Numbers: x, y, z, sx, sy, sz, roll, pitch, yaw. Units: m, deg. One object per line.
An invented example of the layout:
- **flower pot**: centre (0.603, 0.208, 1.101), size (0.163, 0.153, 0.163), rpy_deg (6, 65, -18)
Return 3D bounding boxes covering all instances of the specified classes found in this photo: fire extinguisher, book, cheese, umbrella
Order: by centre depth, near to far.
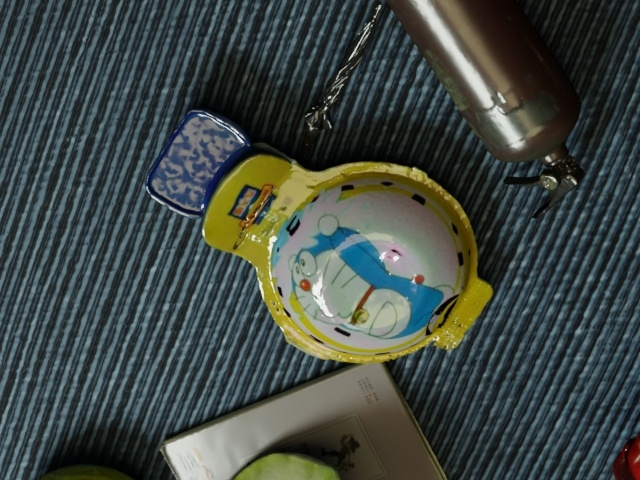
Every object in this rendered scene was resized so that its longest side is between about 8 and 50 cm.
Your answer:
- **fire extinguisher**: centre (0.096, -0.128, 1.208), size (0.089, 0.072, 0.268), rpy_deg (-17, 115, 48)
- **umbrella**: centre (0.011, -0.100, 1.234), size (0.022, 0.022, 0.149), rpy_deg (23, 128, -18)
- **cheese**: centre (0.000, 0.000, 1.262), size (0.250, 0.064, 0.156), rpy_deg (29, 109, -11)
- **book**: centre (-0.011, 0.167, 1.356), size (0.181, 0.014, 0.127), rpy_deg (-23, 109, 12)

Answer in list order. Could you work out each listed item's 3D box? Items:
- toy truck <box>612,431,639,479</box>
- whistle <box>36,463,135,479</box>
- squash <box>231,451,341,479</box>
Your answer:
- **toy truck**: centre (0.356, 0.178, 1.271), size (0.189, 0.239, 0.265), rpy_deg (-44, 63, 17)
- **whistle**: centre (-0.209, 0.227, 1.374), size (0.198, 0.057, 0.104), rpy_deg (-27, 124, 21)
- **squash**: centre (-0.056, 0.301, 1.299), size (0.189, 0.189, 0.261), rpy_deg (-7, 108, 5)
